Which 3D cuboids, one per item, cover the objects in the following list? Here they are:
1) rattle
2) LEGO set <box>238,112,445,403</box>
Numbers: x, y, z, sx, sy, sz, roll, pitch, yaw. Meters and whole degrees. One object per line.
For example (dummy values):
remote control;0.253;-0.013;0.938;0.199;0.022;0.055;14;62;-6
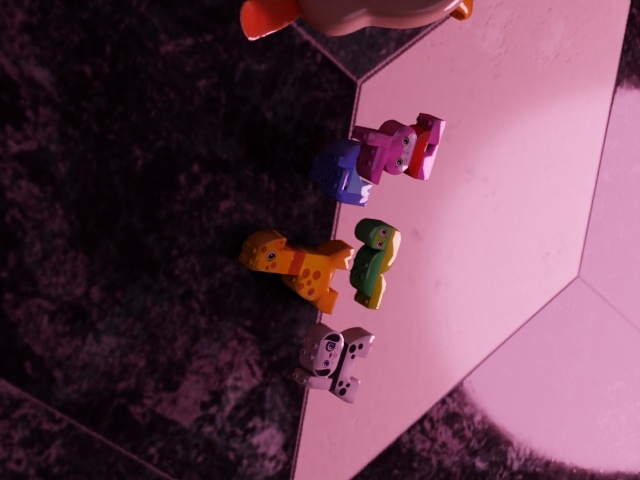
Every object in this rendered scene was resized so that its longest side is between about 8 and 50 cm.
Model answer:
rattle;0.022;-0.186;1.371;0.199;0.143;0.130;-35;92;-11
LEGO set;0.000;0.000;1.375;0.093;0.087;0.227;8;104;-39
